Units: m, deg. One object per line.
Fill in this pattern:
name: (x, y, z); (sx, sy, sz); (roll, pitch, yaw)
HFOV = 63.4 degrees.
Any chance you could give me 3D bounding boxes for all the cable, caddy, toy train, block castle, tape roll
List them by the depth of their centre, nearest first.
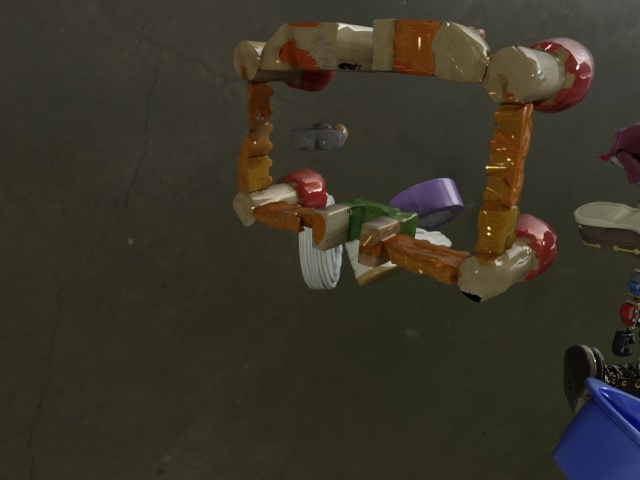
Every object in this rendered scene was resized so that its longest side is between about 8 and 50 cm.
block castle: (0.097, -0.130, 0.709); (0.212, 0.453, 0.303); (-20, 119, -48)
caddy: (0.543, 0.368, 0.814); (0.179, 0.341, 0.241); (-54, 153, 15)
toy train: (0.517, 0.120, 0.863); (0.036, 0.027, 0.159); (5, 101, -19)
cable: (0.000, 0.000, 1.369); (0.089, 0.257, 0.257); (-2, 133, 8)
tape roll: (0.281, -0.087, 1.383); (0.188, 0.080, 0.189); (-16, 164, -5)

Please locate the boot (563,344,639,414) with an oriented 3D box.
boot: (0.892, 0.403, 1.545); (0.284, 0.138, 0.378); (-12, 138, 12)

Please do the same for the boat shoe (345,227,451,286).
boat shoe: (0.144, 0.003, 0.922); (0.098, 0.096, 0.277); (-37, 164, 34)

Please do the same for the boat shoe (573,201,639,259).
boat shoe: (0.722, -0.009, 1.151); (0.116, 0.324, 0.097); (-30, 114, -20)

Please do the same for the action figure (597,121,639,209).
action figure: (0.843, -0.240, 1.286); (0.275, 0.370, 0.248); (30, 79, -21)

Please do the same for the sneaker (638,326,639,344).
sneaker: (0.717, 0.234, 0.936); (0.147, 0.330, 0.130); (11, 129, -17)
